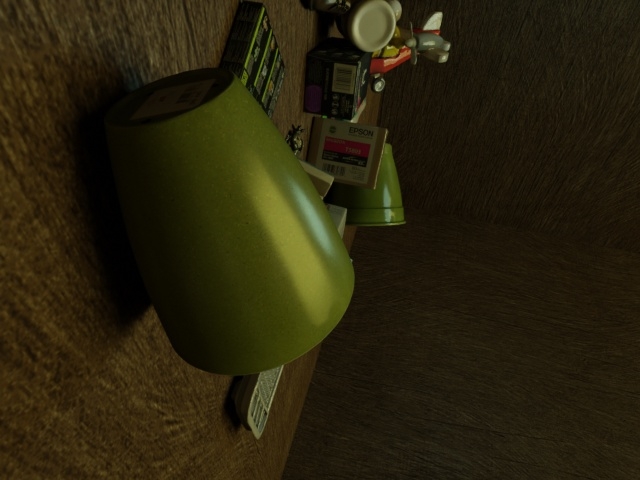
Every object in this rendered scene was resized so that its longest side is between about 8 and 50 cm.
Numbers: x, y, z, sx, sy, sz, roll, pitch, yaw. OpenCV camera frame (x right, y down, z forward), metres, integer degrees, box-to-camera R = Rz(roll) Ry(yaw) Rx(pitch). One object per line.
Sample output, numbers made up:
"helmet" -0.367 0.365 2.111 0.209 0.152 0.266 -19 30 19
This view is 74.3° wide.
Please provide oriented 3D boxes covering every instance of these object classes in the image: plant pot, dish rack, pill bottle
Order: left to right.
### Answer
"plant pot" -0.117 -0.038 0.512 0.274 0.275 0.293 -68 152 -44
"dish rack" -0.168 0.377 1.230 0.285 0.072 0.332 89 16 -52
"pill bottle" 0.113 -0.629 1.197 0.229 0.131 0.131 -111 -159 -51
"plant pot" 0.198 -0.255 1.902 0.366 0.367 0.352 -32 122 -77

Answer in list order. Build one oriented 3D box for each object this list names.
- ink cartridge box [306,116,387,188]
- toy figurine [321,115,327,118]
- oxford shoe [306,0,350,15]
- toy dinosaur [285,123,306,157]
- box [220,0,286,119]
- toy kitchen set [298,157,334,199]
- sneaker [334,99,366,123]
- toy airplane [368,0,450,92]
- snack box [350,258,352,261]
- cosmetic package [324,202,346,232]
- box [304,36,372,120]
"ink cartridge box" 0.082 -0.280 1.352 0.088 0.235 0.193 -48 148 -74
"toy figurine" 0.081 -0.360 1.477 0.173 0.159 0.130 -36 138 -77
"oxford shoe" 0.024 -0.595 1.024 0.227 0.096 0.082 -57 159 -62
"toy dinosaur" -0.085 -0.203 1.003 0.118 0.064 0.268 102 10 -50
"box" -0.120 -0.273 0.741 0.184 0.045 0.190 53 51 -75
"toy kitchen set" -0.042 -0.164 1.245 0.207 0.122 0.166 -58 -173 43
"sneaker" 0.113 -0.544 1.586 0.302 0.108 0.121 -77 166 -46
"toy airplane" 0.292 -0.760 1.559 0.272 0.386 0.384 66 36 -48
"snack box" -0.004 0.207 1.610 0.322 0.060 0.187 -59 -172 -17
"cosmetic package" 0.000 0.000 1.566 0.296 0.129 0.153 -66 167 -53
"box" 0.060 -0.480 1.236 0.270 0.143 0.165 -66 166 -52
